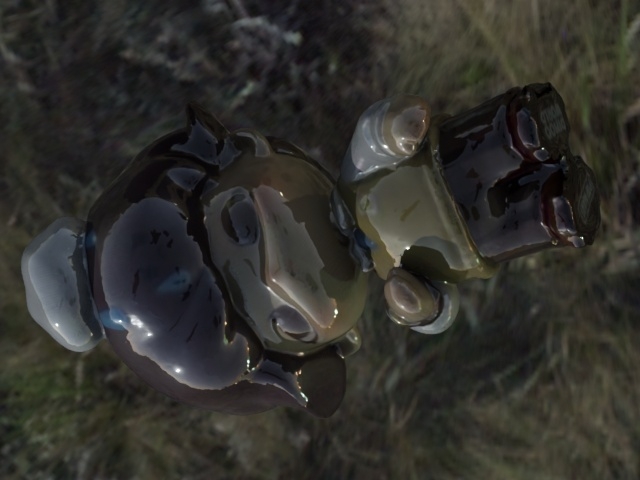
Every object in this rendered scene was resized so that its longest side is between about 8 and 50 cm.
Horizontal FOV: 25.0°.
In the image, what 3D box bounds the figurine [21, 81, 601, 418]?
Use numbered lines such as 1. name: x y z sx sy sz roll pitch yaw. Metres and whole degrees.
1. figurine: -0.001 0.013 0.988 0.365 0.206 0.218 -9 130 40
